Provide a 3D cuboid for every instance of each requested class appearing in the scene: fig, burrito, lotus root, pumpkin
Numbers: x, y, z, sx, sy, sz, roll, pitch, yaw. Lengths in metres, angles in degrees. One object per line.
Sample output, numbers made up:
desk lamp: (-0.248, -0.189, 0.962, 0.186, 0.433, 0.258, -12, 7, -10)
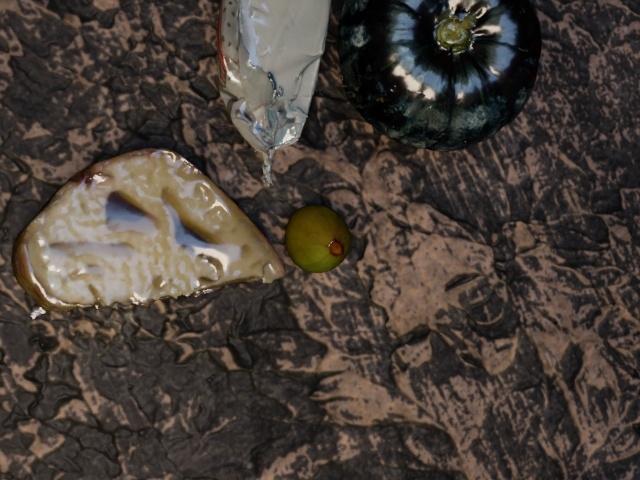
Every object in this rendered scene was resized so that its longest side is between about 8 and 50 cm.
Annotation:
fig: (0.000, 0.000, 0.981, 0.074, 0.088, 0.074, -4, 103, -18)
burrito: (-0.047, -0.281, 0.989, 0.139, 0.101, 0.445, 13, 80, -32)
lotus root: (-0.180, -0.008, 0.930, 0.261, 0.074, 0.170, -15, 86, -21)
pumpkin: (0.130, -0.215, 1.010, 0.233, 0.163, 0.233, 0, 88, -8)
